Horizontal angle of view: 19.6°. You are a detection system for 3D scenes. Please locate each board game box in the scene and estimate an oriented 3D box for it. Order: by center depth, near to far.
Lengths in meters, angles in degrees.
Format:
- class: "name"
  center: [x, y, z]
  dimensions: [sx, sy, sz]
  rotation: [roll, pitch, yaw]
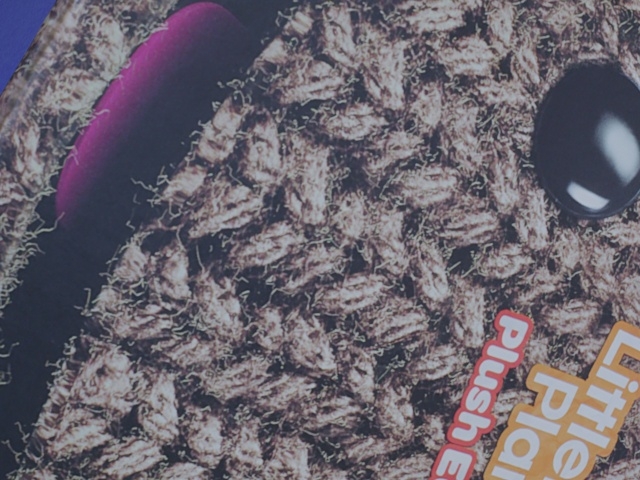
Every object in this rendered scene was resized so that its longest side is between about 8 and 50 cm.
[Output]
- class: "board game box"
  center: [0.000, 0.000, 0.617]
  dimensions: [0.232, 0.291, 0.141]
  rotation: [-60, -150, 2]
